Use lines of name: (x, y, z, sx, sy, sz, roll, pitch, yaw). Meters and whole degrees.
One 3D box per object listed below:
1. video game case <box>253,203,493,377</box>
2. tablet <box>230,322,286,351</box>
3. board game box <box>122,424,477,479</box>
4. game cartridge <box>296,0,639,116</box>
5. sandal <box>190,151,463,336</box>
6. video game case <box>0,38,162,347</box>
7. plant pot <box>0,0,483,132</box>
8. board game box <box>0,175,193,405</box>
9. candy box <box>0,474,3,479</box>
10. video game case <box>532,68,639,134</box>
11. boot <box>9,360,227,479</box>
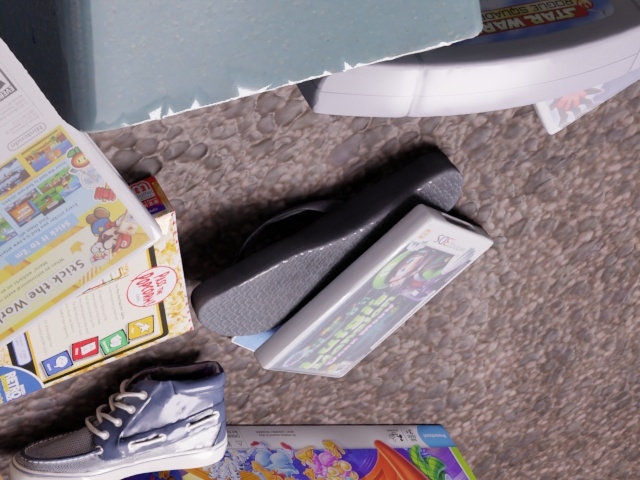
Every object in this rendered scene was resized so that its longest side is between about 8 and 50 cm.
video game case: (0.049, 0.048, 1.552, 0.190, 0.022, 0.173, -42, 160, 13)
tablet: (-0.034, 0.065, 1.567, 0.083, 0.006, 0.054, -45, 141, 15)
board game box: (0.021, 0.279, 1.659, 0.347, 0.233, 0.078, 4, 130, -39)
game cartridge: (0.100, -0.174, 1.236, 0.297, 0.198, 0.062, -13, 139, -25)
sandal: (0.000, 0.000, 1.491, 0.254, 0.054, 0.097, -29, 151, -20)
video game case: (-0.256, -0.012, 1.260, 0.227, 0.026, 0.206, -34, 126, 2)
plant pot: (-0.071, -0.245, 1.010, 0.247, 0.248, 0.252, -16, 124, -20)
board game box: (-0.200, 0.045, 1.393, 0.193, 0.045, 0.147, -21, 141, -15)
candy box: (-0.316, 0.139, 1.363, 0.053, 0.109, 0.186, -35, 142, 4)
video game case: (0.233, -0.192, 1.455, 0.183, 0.023, 0.201, -33, 143, 1)
boot: (-0.170, 0.152, 1.533, 0.190, 0.069, 0.086, -9, 116, -23)
